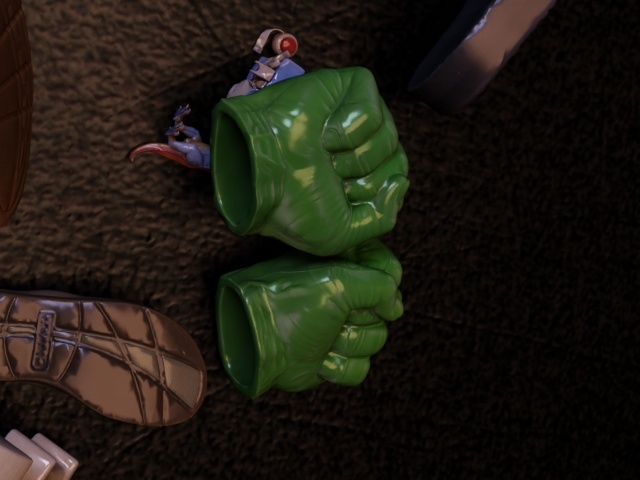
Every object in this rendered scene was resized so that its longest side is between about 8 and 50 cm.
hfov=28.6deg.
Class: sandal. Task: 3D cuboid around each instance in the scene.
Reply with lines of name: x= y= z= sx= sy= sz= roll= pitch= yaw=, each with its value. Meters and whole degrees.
sandal: x=-0.193 y=0.083 z=0.945 sx=0.219 sy=0.060 sz=0.090 roll=9 pitch=90 yaw=-11
sandal: x=0.198 y=-0.302 z=0.994 sx=0.107 sy=0.167 sz=0.446 roll=38 pitch=83 yaw=-8

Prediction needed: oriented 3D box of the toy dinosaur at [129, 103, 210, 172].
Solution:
toy dinosaur: x=-0.088 y=-0.067 z=0.981 sx=0.090 sy=0.047 sz=0.082 roll=-26 pitch=124 yaw=17

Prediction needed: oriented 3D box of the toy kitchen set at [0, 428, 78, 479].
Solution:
toy kitchen set: x=-0.307 y=0.151 z=0.901 sx=0.207 sy=0.166 sz=0.122 roll=33 pitch=84 yaw=11

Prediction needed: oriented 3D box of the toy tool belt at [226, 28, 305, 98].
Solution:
toy tool belt: x=-0.035 y=-0.123 z=0.975 sx=0.052 sy=0.051 sz=0.083 roll=30 pitch=87 yaw=-26

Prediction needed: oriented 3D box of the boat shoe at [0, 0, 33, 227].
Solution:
boat shoe: x=-0.281 y=-0.169 z=0.834 sx=0.123 sy=0.123 sz=0.342 roll=-5 pitch=114 yaw=7

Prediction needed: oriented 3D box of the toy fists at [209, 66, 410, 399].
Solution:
toy fists: x=0.000 y=0.000 z=0.963 sx=0.142 sy=0.096 sz=0.279 roll=-17 pitch=125 yaw=-27
